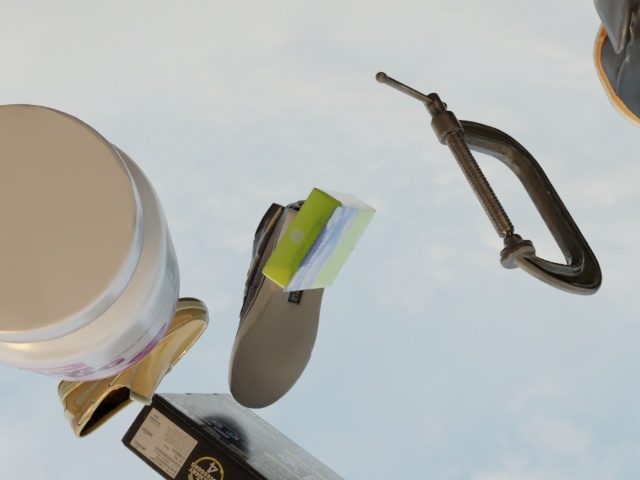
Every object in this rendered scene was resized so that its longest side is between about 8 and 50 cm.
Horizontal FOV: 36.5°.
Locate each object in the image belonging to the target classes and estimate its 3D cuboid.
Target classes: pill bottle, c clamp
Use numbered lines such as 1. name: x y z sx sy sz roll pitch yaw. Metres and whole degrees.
1. pill bottle: -0.183 0.013 0.675 0.160 0.160 0.283 -13 171 -8
2. c clamp: 0.110 -0.031 0.604 0.137 0.022 0.160 6 -132 -46

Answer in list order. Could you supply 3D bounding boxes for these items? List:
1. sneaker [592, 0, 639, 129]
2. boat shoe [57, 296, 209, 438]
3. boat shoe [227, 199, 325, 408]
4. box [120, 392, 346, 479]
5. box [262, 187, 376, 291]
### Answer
1. sneaker: 0.183 -0.135 0.435 0.127 0.321 0.126 14 -133 43
2. boat shoe: -0.180 0.133 0.971 0.190 0.068 0.072 -39 -128 18
3. boat shoe: -0.072 0.094 1.566 0.127 0.340 0.158 22 180 -22
4. box: -0.060 0.365 1.414 0.395 0.318 0.097 33 -87 16
5. box: 0.000 0.000 1.054 0.042 0.109 0.178 33 -172 14
